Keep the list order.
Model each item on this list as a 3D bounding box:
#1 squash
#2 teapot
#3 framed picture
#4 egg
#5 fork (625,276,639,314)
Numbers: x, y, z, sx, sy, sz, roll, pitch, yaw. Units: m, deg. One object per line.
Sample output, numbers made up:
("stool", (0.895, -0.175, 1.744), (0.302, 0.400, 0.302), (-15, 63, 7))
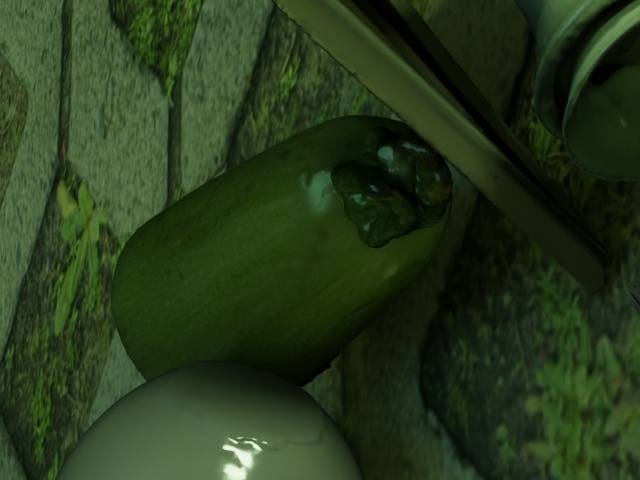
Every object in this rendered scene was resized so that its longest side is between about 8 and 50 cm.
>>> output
("squash", (0.011, -0.006, 1.004), (0.287, 0.137, 0.137), (-32, 51, 53))
("teapot", (0.099, -0.149, 0.856), (0.183, 0.183, 0.251), (-59, 44, 34))
("framed picture", (0.014, -0.120, 0.945), (0.024, 0.232, 0.315), (-44, 35, 10))
("egg", (-0.064, 0.181, 1.012), (0.176, 0.176, 0.232), (40, 117, 61))
("fork", (0.156, 0.060, 0.817), (0.016, 0.012, 0.115), (-62, 35, 36))
